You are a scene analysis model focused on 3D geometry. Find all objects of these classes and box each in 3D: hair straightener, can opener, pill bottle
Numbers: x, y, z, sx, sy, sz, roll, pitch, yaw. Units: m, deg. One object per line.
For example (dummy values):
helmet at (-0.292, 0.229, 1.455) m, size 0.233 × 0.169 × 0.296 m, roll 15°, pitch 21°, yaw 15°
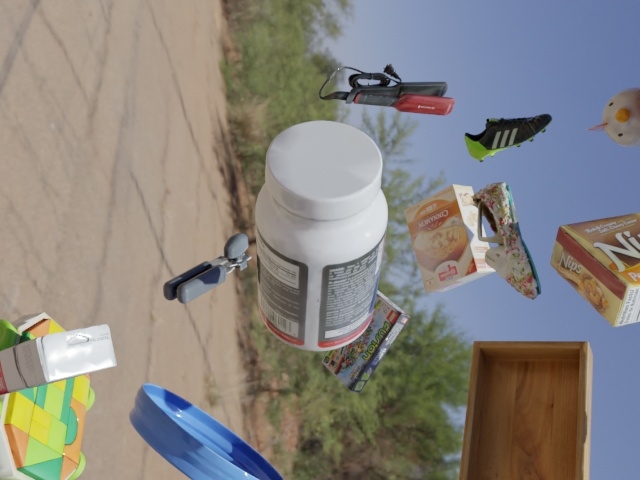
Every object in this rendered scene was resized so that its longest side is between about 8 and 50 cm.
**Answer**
hair straightener at (0.108, -0.255, 1.327) m, size 0.047 × 0.230 × 0.089 m, roll 103°, pitch -19°, yaw -52°
can opener at (-0.259, 0.055, 1.835) m, size 0.283 × 0.075 × 0.095 m, roll -32°, pitch 127°, yaw -57°
pill bottle at (0.000, 0.000, 1.274) m, size 0.363 × 0.210 × 0.210 m, roll 94°, pitch -11°, yaw -49°

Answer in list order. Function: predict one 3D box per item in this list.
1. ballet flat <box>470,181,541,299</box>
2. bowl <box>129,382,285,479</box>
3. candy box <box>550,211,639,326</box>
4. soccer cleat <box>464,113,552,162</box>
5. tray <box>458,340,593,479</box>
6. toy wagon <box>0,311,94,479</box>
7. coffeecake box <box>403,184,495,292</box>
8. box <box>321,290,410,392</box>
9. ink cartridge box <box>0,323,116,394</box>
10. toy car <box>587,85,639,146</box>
ballet flat at (0.316, 0.004, 1.365) m, size 0.091 × 0.077 × 0.241 m, roll 73°, pitch 7°, yaw -53°
bowl at (-0.250, 0.455, 1.716) m, size 0.391 × 0.077 × 0.391 m, roll 35°, pitch -7°, yaw 5°
candy box at (0.571, 0.032, 1.306) m, size 0.183 × 0.316 × 0.088 m, roll -123°, pitch -152°, yaw -52°
soccer cleat at (0.375, -0.221, 1.581) m, size 0.072 × 0.178 × 0.060 m, roll 58°, pitch 27°, yaw -17°
tray at (0.344, 0.370, 1.319) m, size 0.076 × 0.202 × 0.411 m, roll 52°, pitch 42°, yaw -49°
toy wagon at (-0.446, 0.292, 1.222) m, size 0.267 × 0.068 × 0.345 m, roll 65°, pitch 18°, yaw -54°
coffeecake box at (0.264, -0.001, 1.617) m, size 0.142 × 0.068 × 0.186 m, roll -28°, pitch -111°, yaw 43°
box at (0.099, 0.220, 1.745) m, size 0.036 × 0.207 × 0.114 m, roll 24°, pitch 11°, yaw -48°
ink cartridge box at (-0.372, 0.166, 1.093) m, size 0.109 × 0.150 × 0.063 m, roll -8°, pitch 82°, yaw -47°
toy car at (0.600, -0.241, 1.452) m, size 0.210 × 0.237 × 0.219 m, roll -6°, pitch 77°, yaw -50°
